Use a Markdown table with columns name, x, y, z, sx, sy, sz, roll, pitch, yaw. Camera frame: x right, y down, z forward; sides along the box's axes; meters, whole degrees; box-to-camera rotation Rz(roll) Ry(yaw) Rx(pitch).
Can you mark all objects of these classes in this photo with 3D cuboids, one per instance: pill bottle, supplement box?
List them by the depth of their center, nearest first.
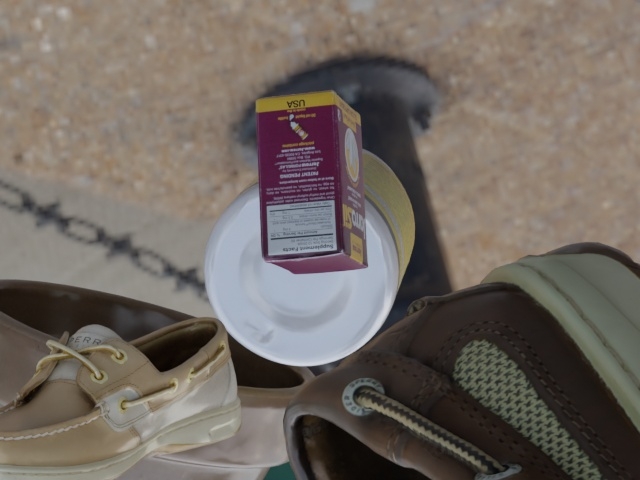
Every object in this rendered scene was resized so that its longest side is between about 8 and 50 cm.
| name | x | y | z | sx | sy | sz | roll | pitch | yaw |
| --- | --- | --- | --- | --- | --- | --- | --- | --- | --- |
| supplement box | -0.004 | -0.028 | 0.869 | 0.043 | 0.083 | 0.055 | -5 | 171 | 14 |
| pill bottle | 0.000 | 0.000 | 1.127 | 0.119 | 0.119 | 0.208 | -20 | -172 | 11 |

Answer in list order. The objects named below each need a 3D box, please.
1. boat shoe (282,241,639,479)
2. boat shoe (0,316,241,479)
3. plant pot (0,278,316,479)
| name | x | y | z | sx | sy | sz | roll | pitch | yaw |
| --- | --- | --- | --- | --- | --- | --- | --- | --- | --- |
| boat shoe | 0.070 | 0.103 | 0.309 | 0.095 | 0.257 | 0.095 | -16 | 128 | -20 |
| boat shoe | -0.094 | 0.063 | 0.719 | 0.063 | 0.059 | 0.170 | 4 | -172 | 30 |
| plant pot | -0.156 | 0.171 | 1.237 | 0.263 | 0.229 | 0.263 | 17 | -173 | -2 |
